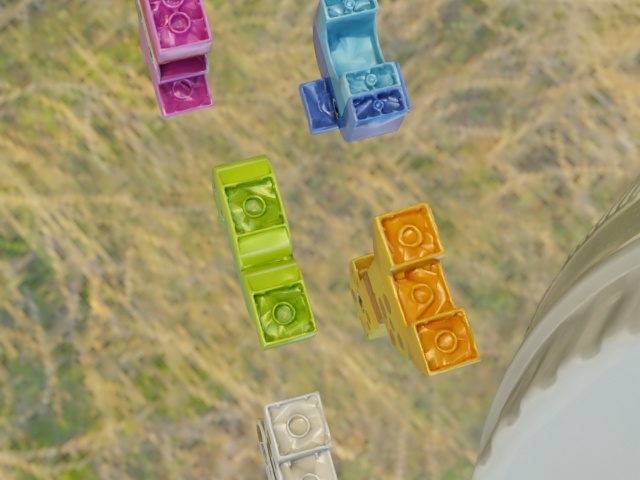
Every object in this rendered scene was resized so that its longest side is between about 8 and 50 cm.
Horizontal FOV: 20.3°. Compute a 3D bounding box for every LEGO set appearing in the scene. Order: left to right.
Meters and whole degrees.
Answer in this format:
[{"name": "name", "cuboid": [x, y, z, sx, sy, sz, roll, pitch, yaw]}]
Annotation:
[{"name": "LEGO set", "cuboid": [0.000, 0.000, 0.642, 0.087, 0.227, 0.093, -14, 169, -9]}]

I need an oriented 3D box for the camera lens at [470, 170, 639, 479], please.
[{"name": "camera lens", "cuboid": [0.179, 0.043, 0.489, 0.274, 0.219, 0.219, -42, 163, -52]}]
